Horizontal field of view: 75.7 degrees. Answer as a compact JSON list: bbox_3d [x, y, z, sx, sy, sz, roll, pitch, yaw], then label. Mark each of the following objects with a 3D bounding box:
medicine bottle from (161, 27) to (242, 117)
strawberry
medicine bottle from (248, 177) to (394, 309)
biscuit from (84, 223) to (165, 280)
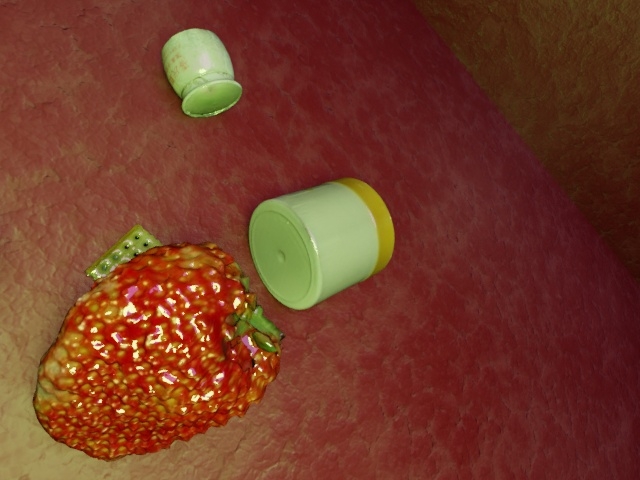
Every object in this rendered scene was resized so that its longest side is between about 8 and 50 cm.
[{"bbox_3d":[-0.265,-0.368,0.922,0.147,0.147,0.143,-19,85,-40],"label":"medicine bottle"},{"bbox_3d":[-0.249,0.168,0.627,0.351,0.267,0.312,-33,127,-12],"label":"strawberry"},{"bbox_3d":[0.000,0.000,0.892,0.231,0.237,0.238,-20,83,-38],"label":"medicine bottle"},{"bbox_3d":[-0.300,0.087,0.780,0.231,0.016,0.139,44,50,-13],"label":"biscuit"}]
